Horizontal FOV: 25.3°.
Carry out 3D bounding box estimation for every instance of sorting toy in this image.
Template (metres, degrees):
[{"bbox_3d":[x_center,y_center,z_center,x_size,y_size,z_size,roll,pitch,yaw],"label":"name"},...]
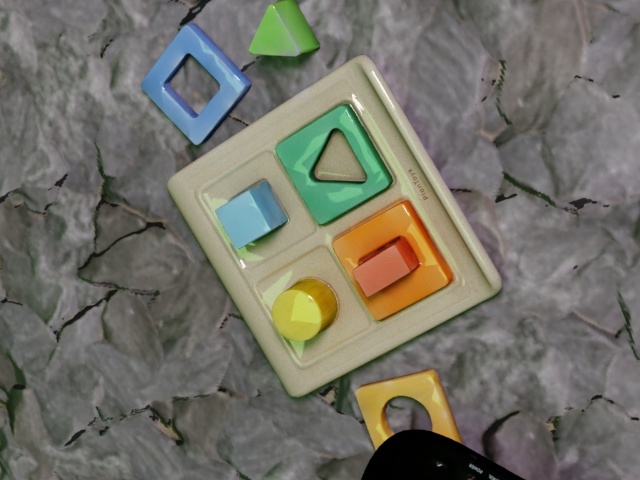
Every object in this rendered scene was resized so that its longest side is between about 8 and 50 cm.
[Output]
[{"bbox_3d":[0.000,0.000,0.956,0.196,0.047,0.347,-30,91,30],"label":"sorting toy"}]

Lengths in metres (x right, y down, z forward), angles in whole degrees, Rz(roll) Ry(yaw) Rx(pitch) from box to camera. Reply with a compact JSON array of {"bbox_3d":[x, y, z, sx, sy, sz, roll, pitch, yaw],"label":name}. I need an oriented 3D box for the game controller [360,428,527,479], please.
[{"bbox_3d":[0.147,0.249,0.900,0.319,0.067,0.166,26,114,29],"label":"game controller"}]
